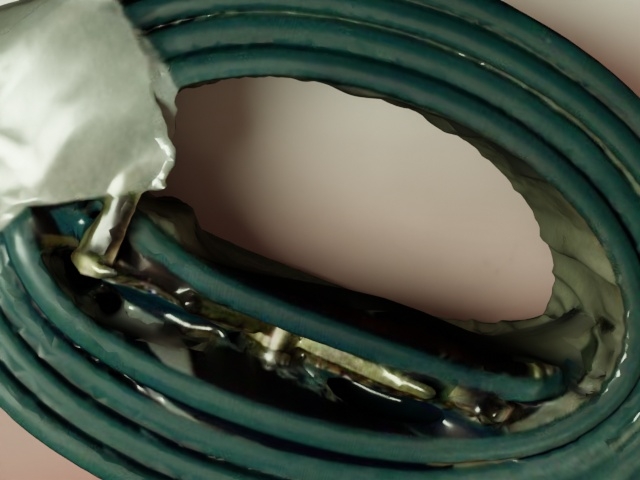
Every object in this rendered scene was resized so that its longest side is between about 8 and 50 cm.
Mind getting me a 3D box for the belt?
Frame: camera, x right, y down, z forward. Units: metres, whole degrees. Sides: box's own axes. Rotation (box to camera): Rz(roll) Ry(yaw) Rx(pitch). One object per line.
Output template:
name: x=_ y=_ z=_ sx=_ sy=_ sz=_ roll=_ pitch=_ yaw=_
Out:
belt: x=0.001 y=0.000 z=0.710 sx=0.436 sy=0.173 sz=0.300 roll=16 pitch=93 yaw=-11
